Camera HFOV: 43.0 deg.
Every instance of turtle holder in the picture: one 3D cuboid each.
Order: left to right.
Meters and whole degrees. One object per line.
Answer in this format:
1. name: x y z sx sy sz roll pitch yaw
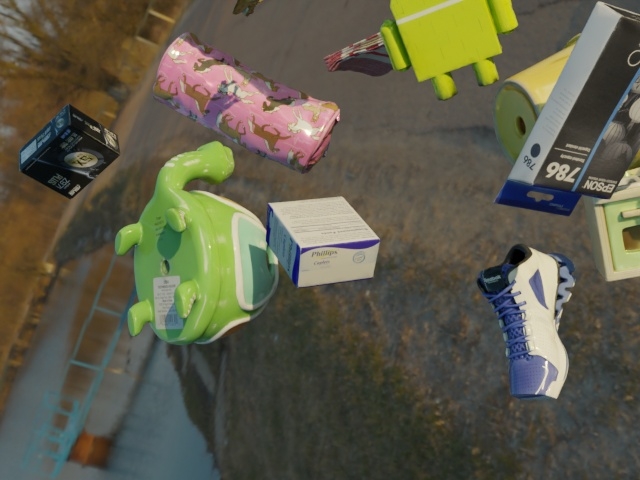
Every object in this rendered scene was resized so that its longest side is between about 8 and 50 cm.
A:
1. turtle holder: -0.206 0.017 1.397 0.243 0.227 0.320 -47 57 38

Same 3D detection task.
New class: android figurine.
1. android figurine: 0.233 -0.406 1.518 0.248 0.273 0.056 -18 20 21

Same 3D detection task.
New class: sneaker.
1. sneaker: 0.376 0.139 1.559 0.127 0.182 0.316 -26 45 54

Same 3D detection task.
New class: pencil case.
1. pencil case: -0.155 -0.285 1.678 0.160 0.386 0.167 -65 -3 20

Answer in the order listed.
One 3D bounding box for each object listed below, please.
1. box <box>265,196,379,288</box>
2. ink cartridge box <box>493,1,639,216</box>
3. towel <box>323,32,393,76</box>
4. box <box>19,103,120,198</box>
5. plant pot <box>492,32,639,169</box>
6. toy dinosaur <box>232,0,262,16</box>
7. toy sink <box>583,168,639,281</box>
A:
1. box: 0.000 0.000 1.199 0.137 0.126 0.072 -127 38 -51
2. ink cartridge box: 0.401 -0.167 1.194 0.333 0.165 0.065 -68 31 29
3. towel: 0.201 -0.442 1.837 0.329 0.237 0.037 -15 86 40
4. box: -0.581 -0.202 1.881 0.180 0.147 0.077 -37 46 18
5. plant pot: 0.440 -0.225 1.402 0.254 0.239 0.254 164 90 -77
6. toy dinosaur: -0.116 -0.413 1.351 0.092 0.053 0.183 -42 -7 7
7. toy sink: 0.587 -0.058 1.533 0.131 0.152 0.234 -55 -46 -75
